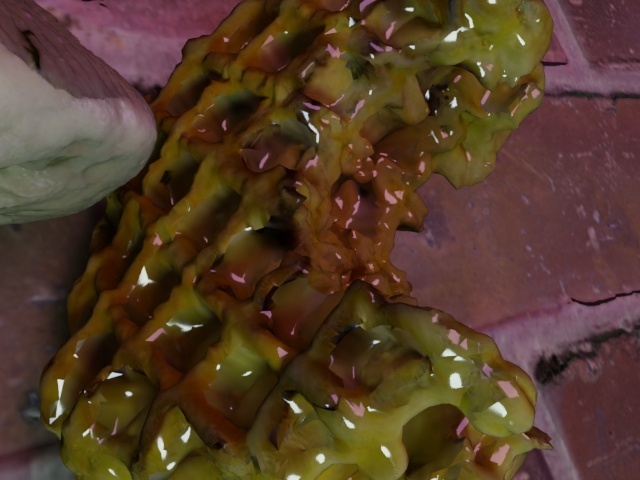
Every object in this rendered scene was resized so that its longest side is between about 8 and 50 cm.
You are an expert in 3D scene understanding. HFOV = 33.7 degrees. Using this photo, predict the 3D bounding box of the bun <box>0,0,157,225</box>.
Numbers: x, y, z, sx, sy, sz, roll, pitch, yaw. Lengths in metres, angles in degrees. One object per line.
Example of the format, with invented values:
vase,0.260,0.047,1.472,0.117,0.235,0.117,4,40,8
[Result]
bun,-0.188,-0.078,0.491,0.210,0.116,0.237,41,5,31

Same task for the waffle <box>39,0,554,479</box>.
waffle,0.000,0.000,0.545,0.151,0.261,0.324,50,40,-40
